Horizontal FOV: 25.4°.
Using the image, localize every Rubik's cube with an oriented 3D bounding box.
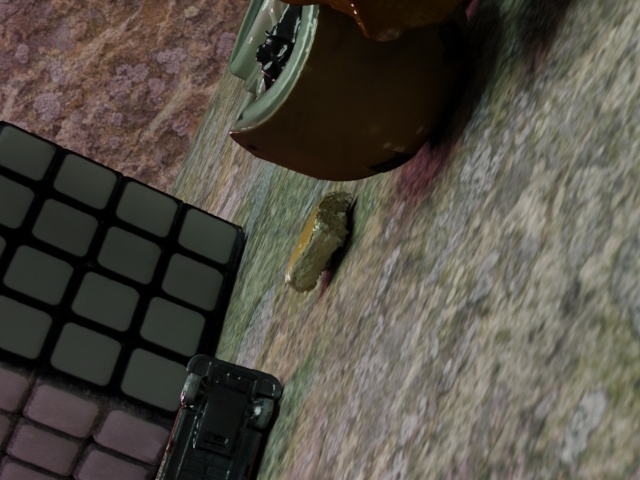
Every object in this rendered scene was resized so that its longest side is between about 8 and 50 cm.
[{"bbox_3d":[-0.329,0.129,1.707,0.344,0.343,0.337,122,167,-44],"label":"Rubik's cube"}]

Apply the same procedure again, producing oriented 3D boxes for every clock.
[{"bbox_3d":[-0.018,-0.292,1.708,0.265,0.108,0.324,153,139,-73],"label":"clock"}]

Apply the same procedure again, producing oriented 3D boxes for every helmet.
[{"bbox_3d":[0.034,-0.126,1.011,0.198,0.130,0.224,-62,-3,19],"label":"helmet"}]

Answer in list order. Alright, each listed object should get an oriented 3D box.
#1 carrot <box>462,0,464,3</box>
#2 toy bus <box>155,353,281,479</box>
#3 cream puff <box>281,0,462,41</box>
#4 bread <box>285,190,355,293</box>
[{"bbox_3d":[0.093,-0.193,1.106,0.224,0.057,0.057,123,167,-64],"label":"carrot"},{"bbox_3d":[-0.092,0.183,1.132,0.077,0.079,0.174,113,174,-57],"label":"toy bus"},{"bbox_3d":[0.053,-0.242,0.855,0.155,0.269,0.241,-46,-52,-88],"label":"cream puff"},{"bbox_3d":[0.000,0.000,1.175,0.070,0.035,0.083,-61,5,27],"label":"bread"}]
